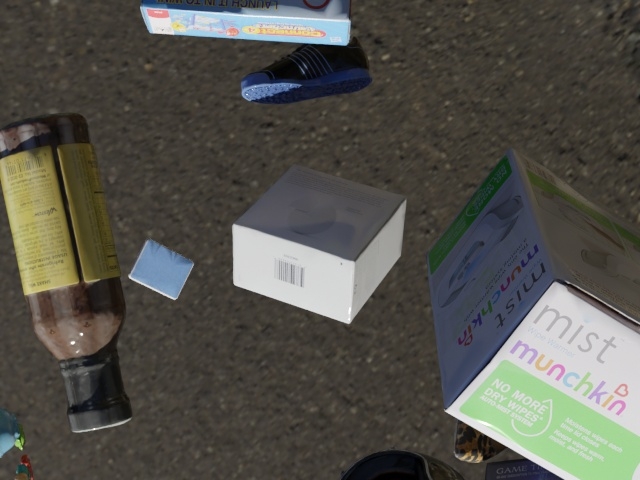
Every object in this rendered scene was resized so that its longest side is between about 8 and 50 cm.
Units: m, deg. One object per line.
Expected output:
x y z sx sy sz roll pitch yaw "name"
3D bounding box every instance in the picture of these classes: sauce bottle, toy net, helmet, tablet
-0.278 0.037 1.220 0.111 0.111 0.344 -11 89 31 "sauce bottle"
-0.387 0.325 1.406 0.122 0.045 0.232 104 149 -62 "toy net"
0.094 0.303 1.167 0.161 0.169 0.169 30 131 59 "helmet"
-0.195 0.036 1.358 0.006 0.083 0.054 19 81 45 "tablet"

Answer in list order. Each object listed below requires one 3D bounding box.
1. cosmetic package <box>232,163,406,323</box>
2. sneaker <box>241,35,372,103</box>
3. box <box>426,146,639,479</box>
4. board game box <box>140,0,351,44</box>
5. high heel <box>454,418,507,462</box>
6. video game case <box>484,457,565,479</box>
0.000 0.000 1.894 0.224 0.225 0.138 18 129 20 "cosmetic package"
-0.029 -0.292 1.875 0.081 0.232 0.090 126 132 -64 "sneaker"
0.223 0.079 0.804 0.262 0.231 0.127 31 113 -13 "box"
-0.099 -0.458 1.661 0.308 0.086 0.302 4 76 0 "board game box"
0.326 0.283 1.745 0.186 0.261 0.093 -11 97 31 "high heel"
0.336 0.446 1.692 0.196 0.274 0.026 -12 126 26 "video game case"
